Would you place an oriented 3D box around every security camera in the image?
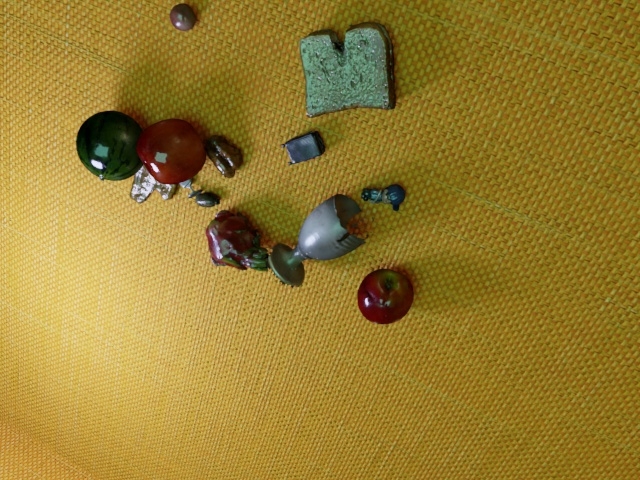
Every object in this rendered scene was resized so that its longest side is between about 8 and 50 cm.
[{"bbox_3d":[-0.479,-0.204,1.892,0.058,0.058,0.092,-32,86,29],"label":"security camera"}]

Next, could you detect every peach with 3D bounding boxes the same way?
[{"bbox_3d":[-0.434,-0.701,1.635,0.083,0.083,0.083,8,115,18],"label":"peach"},{"bbox_3d":[0.209,0.194,1.719,0.198,0.197,0.197,8,115,18],"label":"peach"}]

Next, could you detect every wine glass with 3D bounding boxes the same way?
[{"bbox_3d":[-0.005,0.000,1.709,0.357,0.190,0.190,-35,96,28],"label":"wine glass"}]

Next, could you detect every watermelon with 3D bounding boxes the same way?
[{"bbox_3d":[-0.728,-0.329,1.818,0.243,0.242,0.242,8,115,18],"label":"watermelon"}]

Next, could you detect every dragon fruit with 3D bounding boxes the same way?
[{"bbox_3d":[-0.281,0.001,1.837,0.269,0.198,0.200,9,71,12],"label":"dragon fruit"}]

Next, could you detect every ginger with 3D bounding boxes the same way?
[{"bbox_3d":[-0.335,-0.297,1.775,0.103,0.073,0.162,-40,93,29],"label":"ginger"}]

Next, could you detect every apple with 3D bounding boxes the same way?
[{"bbox_3d":[-0.504,-0.299,1.758,0.218,0.201,0.218,47,155,30],"label":"apple"}]

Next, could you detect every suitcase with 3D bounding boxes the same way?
[{"bbox_3d":[-0.053,-0.297,1.672,0.126,0.059,0.086,-14,108,26],"label":"suitcase"}]

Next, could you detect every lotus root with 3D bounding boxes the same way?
[{"bbox_3d":[-0.408,-0.147,1.880,0.099,0.054,0.049,8,135,19],"label":"lotus root"}]

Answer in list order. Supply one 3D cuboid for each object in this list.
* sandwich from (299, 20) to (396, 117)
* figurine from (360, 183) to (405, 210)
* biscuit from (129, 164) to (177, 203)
[{"bbox_3d":[0.081,-0.496,1.515,0.274,0.095,0.248,0,108,23],"label":"sandwich"},{"bbox_3d":[0.202,-0.146,1.642,0.136,0.077,0.079,21,84,29],"label":"figurine"},{"bbox_3d":[-0.628,-0.194,1.954,0.184,0.039,0.174,28,118,9],"label":"biscuit"}]
